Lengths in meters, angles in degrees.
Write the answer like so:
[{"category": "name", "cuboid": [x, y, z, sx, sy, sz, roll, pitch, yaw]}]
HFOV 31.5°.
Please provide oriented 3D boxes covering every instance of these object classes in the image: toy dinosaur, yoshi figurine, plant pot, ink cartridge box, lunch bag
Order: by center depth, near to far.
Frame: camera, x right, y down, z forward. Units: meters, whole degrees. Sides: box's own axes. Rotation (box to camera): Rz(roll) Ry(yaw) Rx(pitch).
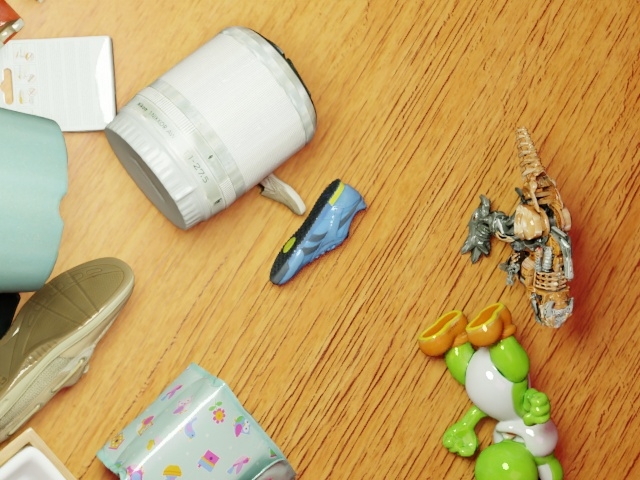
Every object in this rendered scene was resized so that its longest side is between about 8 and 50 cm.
[{"category": "plant pot", "cuboid": [-0.542, -0.066, 1.554, 0.334, 0.341, 0.341, 5, 90, -28]}, {"category": "ink cartridge box", "cuboid": [-0.406, -0.237, 1.741, 0.179, 0.045, 0.145, -3, 94, -1]}, {"category": "lunch bag", "cuboid": [-0.179, 0.364, 1.774, 0.223, 0.160, 0.262, -42, 116, -17]}, {"category": "toy dinosaur", "cuboid": [0.368, -0.021, 1.922, 0.164, 0.218, 0.321, 13, 88, -19]}, {"category": "yoshi figurine", "cuboid": [0.301, 0.303, 1.936, 0.203, 0.203, 0.362, -27, 104, -1]}]

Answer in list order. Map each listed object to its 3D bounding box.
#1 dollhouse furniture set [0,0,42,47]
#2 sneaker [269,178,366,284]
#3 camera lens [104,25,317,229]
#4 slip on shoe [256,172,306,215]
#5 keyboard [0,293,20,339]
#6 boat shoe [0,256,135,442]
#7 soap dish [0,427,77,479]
[{"category": "dollhouse furniture set", "cuboid": [-0.548, -0.385, 1.649, 0.262, 0.135, 0.259, -47, 117, -12]}, {"category": "sneaker", "cuboid": [0.000, 0.000, 1.870, 0.082, 0.069, 0.209, 41, 78, -20]}, {"category": "camera lens", "cuboid": [-0.160, -0.175, 1.726, 0.274, 0.219, 0.219, -39, 104, -14]}, {"category": "slip on shoe", "cuboid": [-0.082, -0.085, 1.846, 0.135, 0.051, 0.041, 47, 72, -12]}, {"category": "keyboard", "cuboid": [-0.532, 0.153, 1.710, 0.100, 0.038, 0.192, 26, 81, -42]}, {"category": "boat shoe", "cuboid": [-0.409, 0.165, 1.717, 0.341, 0.122, 0.110, -43, 142, -11]}, {"category": "soap dish", "cuboid": [-0.477, 0.453, 1.688, 0.291, 0.118, 0.229, -40, 104, -14]}]
